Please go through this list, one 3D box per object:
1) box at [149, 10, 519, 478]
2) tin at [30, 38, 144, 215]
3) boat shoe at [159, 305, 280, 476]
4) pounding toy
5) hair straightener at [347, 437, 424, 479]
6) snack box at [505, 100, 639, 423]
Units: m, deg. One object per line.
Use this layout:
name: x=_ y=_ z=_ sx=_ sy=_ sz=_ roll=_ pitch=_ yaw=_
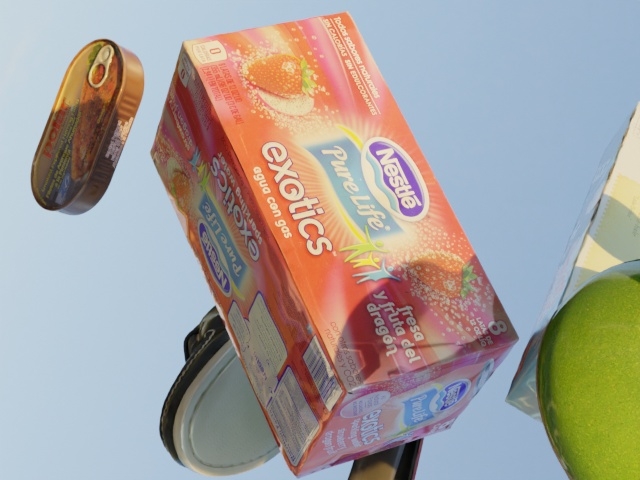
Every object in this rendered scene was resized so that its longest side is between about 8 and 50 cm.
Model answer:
box: x=0.000 y=0.000 z=1.184 sx=0.300 sy=0.142 sz=0.154 roll=64 pitch=-28 yaw=24
tin: x=-0.244 y=-0.118 z=1.682 sx=0.106 sy=0.040 sz=0.189 roll=23 pitch=-88 yaw=41
boat shoe: x=-0.066 y=0.103 z=1.468 sx=0.113 sy=0.127 sz=0.340 roll=2 pitch=-149 yaw=30
pounding toy: x=0.235 y=0.055 z=0.849 sx=0.237 sy=0.183 sz=0.110 roll=-35 pitch=165 yaw=-33
hair straightener: x=0.066 y=0.112 z=1.298 sx=0.047 sy=0.089 sz=0.230 roll=7 pitch=-115 yaw=32
snack box: x=0.251 y=0.043 z=1.069 sx=0.060 sy=0.187 sz=0.322 roll=-62 pitch=177 yaw=38
